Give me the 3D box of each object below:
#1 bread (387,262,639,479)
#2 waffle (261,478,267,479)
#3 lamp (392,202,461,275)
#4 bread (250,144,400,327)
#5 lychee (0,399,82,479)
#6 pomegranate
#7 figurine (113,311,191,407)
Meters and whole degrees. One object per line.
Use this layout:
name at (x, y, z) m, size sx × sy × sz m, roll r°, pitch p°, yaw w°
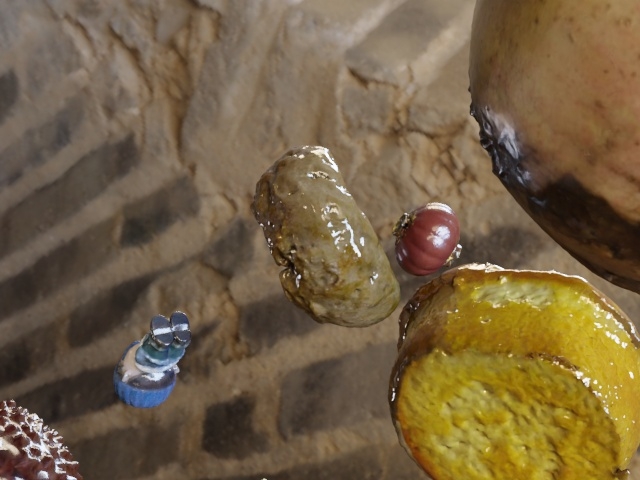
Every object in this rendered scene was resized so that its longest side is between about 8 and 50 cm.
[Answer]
bread at (0.279, 0.222, 1.380) m, size 0.398 × 0.398 × 0.215 m, roll -24°, pitch -163°, yaw 37°
waffle at (-0.106, 0.397, 1.416) m, size 0.078 × 0.016 × 0.085 m, roll -58°, pitch 176°, yaw 1°
lamp at (0.139, -0.002, 1.225) m, size 0.101 × 0.090 × 0.101 m, roll -61°, pitch -174°, yaw 11°
bread at (0.000, 0.000, 1.096) m, size 0.123 × 0.230 × 0.230 m, roll -29°, pitch -159°, yaw 4°
lychee at (-0.472, 0.367, 1.288) m, size 0.306 × 0.306 × 0.330 m, roll -36°, pitch -163°, yaw 10°
pomegranate at (0.244, -0.110, 0.531) m, size 0.322 × 0.322 × 0.322 m, roll -34°, pitch -160°, yaw 14°
figurine at (-0.177, 0.134, 1.027) m, size 0.077 × 0.080 × 0.136 m, roll -9°, pitch 163°, yaw -35°
